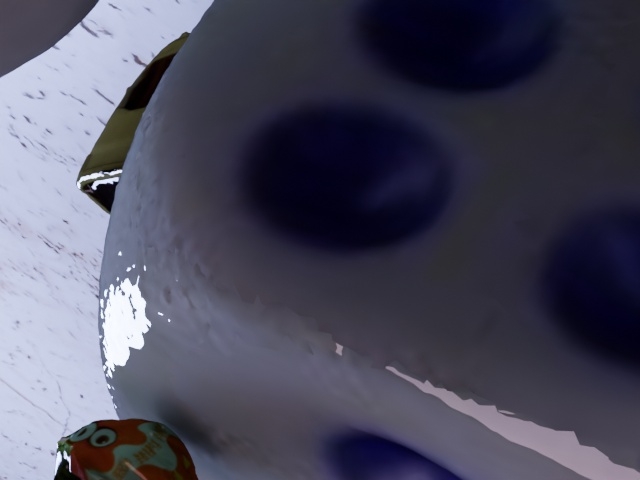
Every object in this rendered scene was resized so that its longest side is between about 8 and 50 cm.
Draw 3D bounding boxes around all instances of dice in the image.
[{"bbox_3d":[0.115,0.035,0.647,0.304,0.277,0.304,23,149,26],"label":"dice"}]

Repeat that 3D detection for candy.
[{"bbox_3d":[-0.021,0.123,0.612,0.184,0.049,0.055,35,161,-18],"label":"candy"}]

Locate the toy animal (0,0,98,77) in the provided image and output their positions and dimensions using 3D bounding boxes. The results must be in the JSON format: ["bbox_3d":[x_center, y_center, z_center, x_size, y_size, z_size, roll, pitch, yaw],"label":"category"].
[{"bbox_3d":[-0.093,-0.131,0.517,0.241,0.367,0.196,37,155,20],"label":"toy animal"}]

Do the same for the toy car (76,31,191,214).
[{"bbox_3d":[0.000,0.000,0.877,0.256,0.124,0.101,39,155,-29],"label":"toy car"}]
